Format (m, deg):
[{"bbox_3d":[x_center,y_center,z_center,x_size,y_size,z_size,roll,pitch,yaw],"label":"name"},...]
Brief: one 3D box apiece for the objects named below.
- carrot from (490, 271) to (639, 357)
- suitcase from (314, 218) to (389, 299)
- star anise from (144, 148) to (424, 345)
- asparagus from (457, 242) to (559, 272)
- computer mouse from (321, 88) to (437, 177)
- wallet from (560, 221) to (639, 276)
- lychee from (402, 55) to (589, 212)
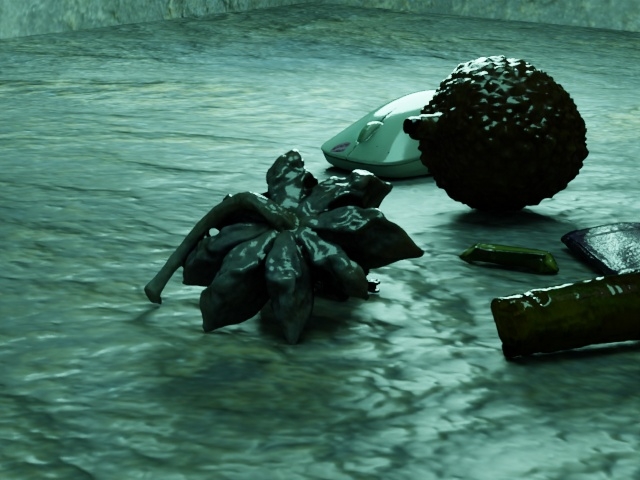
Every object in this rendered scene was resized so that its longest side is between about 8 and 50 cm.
[{"bbox_3d":[0.269,0.059,1.371,0.260,0.070,0.070,-6,16,-22],"label":"carrot"},{"bbox_3d":[0.000,0.000,1.529,0.059,0.086,0.126,-8,24,-43],"label":"suitcase"},{"bbox_3d":[-0.041,0.003,1.420,0.263,0.081,0.230,-9,49,12],"label":"star anise"},{"bbox_3d":[0.189,0.017,1.614,0.108,0.021,0.025,7,16,23],"label":"asparagus"},{"bbox_3d":[0.136,-0.151,2.128,0.288,0.097,0.159,-12,21,-43],"label":"computer mouse"},{"bbox_3d":[0.325,0.011,1.628,0.111,0.030,0.166,-3,15,-13],"label":"wallet"},{"bbox_3d":[0.200,-0.123,1.841,0.238,0.200,0.200,8,10,-26],"label":"lychee"}]
